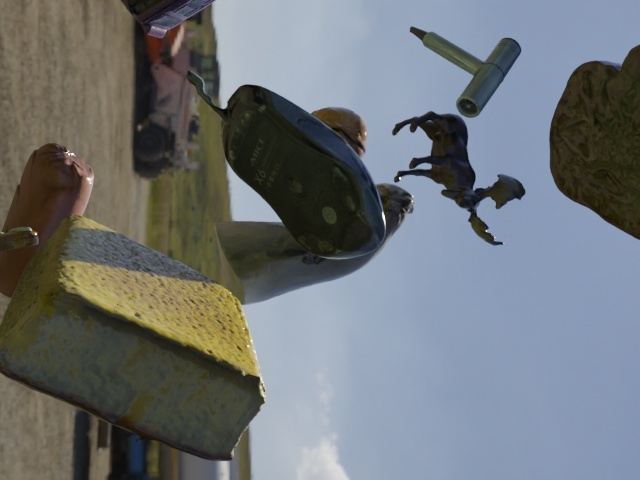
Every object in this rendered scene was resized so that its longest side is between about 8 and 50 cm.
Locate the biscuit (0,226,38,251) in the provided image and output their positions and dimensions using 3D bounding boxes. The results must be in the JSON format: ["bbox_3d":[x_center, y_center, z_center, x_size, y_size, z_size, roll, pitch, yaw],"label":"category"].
[{"bbox_3d":[-0.534,0.016,1.117,0.240,0.158,0.035,-20,98,-56],"label":"biscuit"}]

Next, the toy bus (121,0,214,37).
[{"bbox_3d":[-0.190,-0.361,1.062,0.098,0.178,0.087,67,21,2],"label":"toy bus"}]

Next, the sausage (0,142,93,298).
[{"bbox_3d":[-0.499,-0.031,1.383,0.304,0.121,0.121,-59,-156,26],"label":"sausage"}]

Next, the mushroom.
[{"bbox_3d":[0.001,0.000,1.508,0.126,0.397,0.177,101,-25,-73],"label":"mushroom"}]

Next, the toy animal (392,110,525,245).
[{"bbox_3d":[0.211,-0.104,1.176,0.094,0.186,0.214,134,-39,-57],"label":"toy animal"}]

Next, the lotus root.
[{"bbox_3d":[0.598,-0.175,1.425,0.390,0.111,0.375,-29,-106,55],"label":"lotus root"}]

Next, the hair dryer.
[{"bbox_3d":[0.197,-0.279,1.199,0.155,0.183,0.044,-53,159,-30],"label":"hair dryer"}]

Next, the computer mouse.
[{"bbox_3d":[-0.047,-0.127,1.099,0.090,0.379,0.167,-35,164,-46],"label":"computer mouse"}]

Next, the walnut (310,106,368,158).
[{"bbox_3d":[0.024,-0.197,1.541,0.180,0.144,0.144,-176,-92,-77],"label":"walnut"}]

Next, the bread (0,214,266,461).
[{"bbox_3d":[-0.248,0.122,1.043,0.143,0.323,0.333,-57,-160,10],"label":"bread"}]
